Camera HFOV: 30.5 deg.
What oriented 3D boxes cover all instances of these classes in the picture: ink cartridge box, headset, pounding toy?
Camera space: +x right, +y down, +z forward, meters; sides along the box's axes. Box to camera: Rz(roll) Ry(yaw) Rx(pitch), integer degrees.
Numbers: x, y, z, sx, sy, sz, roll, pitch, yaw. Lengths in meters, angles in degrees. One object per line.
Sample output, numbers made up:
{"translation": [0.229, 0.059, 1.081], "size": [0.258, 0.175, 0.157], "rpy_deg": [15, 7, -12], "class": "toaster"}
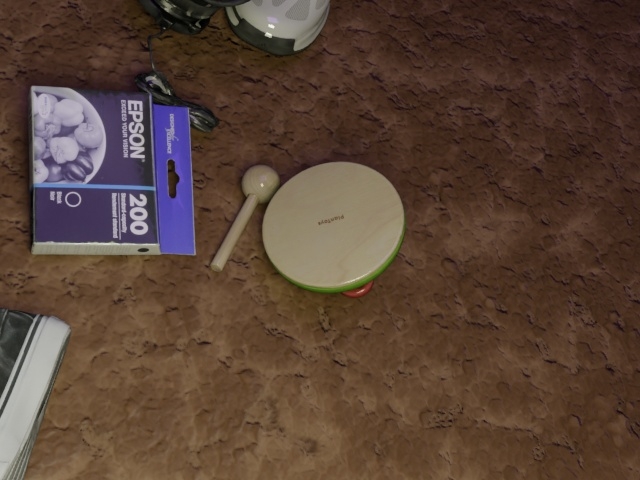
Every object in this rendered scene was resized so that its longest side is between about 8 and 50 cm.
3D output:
{"translation": [-0.255, -0.085, 1.456], "size": [0.208, 0.045, 0.206], "rpy_deg": [1, 74, -21], "class": "ink cartridge box"}
{"translation": [-0.146, -0.348, 1.610], "size": [0.185, 0.243, 0.394], "rpy_deg": [33, 65, -24], "class": "headset"}
{"translation": [0.000, 0.000, 1.522], "size": [0.237, 0.110, 0.183], "rpy_deg": [8, 63, 18], "class": "pounding toy"}

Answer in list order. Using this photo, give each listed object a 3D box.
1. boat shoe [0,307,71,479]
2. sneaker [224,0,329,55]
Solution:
{"translation": [-0.364, 0.208, 1.222], "size": [0.119, 0.121, 0.335], "rpy_deg": [15, 43, -3], "class": "boat shoe"}
{"translation": [-0.007, -0.491, 1.724], "size": [0.169, 0.257, 0.447], "rpy_deg": [24, 53, -7], "class": "sneaker"}
